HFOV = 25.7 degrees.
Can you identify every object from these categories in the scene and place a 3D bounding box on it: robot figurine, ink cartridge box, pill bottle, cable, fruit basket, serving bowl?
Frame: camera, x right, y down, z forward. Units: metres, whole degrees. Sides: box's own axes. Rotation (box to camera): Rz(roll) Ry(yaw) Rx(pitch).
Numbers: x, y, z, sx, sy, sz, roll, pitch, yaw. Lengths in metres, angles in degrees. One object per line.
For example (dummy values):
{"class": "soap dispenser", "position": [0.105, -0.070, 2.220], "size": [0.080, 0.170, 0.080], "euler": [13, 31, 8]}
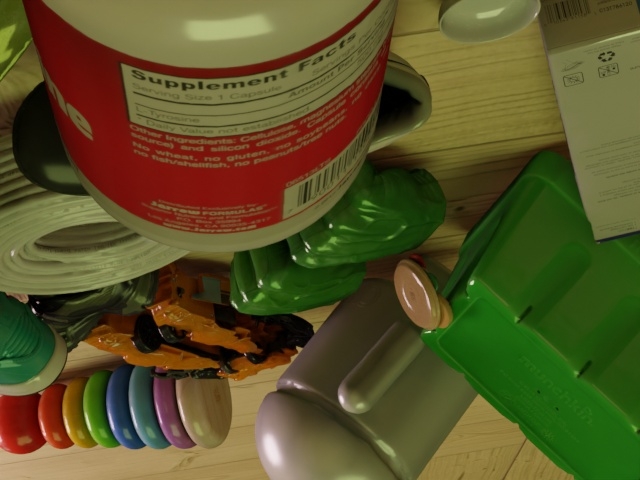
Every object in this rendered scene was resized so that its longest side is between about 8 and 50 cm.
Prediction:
{"class": "robot figurine", "position": [-0.139, 0.102, 1.681], "size": [0.211, 0.085, 0.291], "euler": [-21, 156, 28]}
{"class": "ink cartridge box", "position": [0.302, -0.116, 1.274], "size": [0.165, 0.065, 0.333], "euler": [-14, 147, 9]}
{"class": "pill bottle", "position": [-0.064, -0.165, 0.827], "size": [0.229, 0.229, 0.408], "euler": [-7, 158, -6]}
{"class": "cable", "position": [-0.216, -0.031, 1.274], "size": [0.257, 0.089, 0.257], "euler": [-15, 163, 8]}
{"class": "fruit basket", "position": [0.337, 0.069, 1.550], "size": [0.392, 0.392, 0.283], "euler": [-2, 155, -19]}
{"class": "serving bowl", "position": [0.133, -0.191, 1.127], "size": [0.083, 0.027, 0.083], "euler": [-9, 160, -3]}
{"class": "robot figurine", "position": [0.060, 0.187, 1.666], "size": [0.353, 0.200, 0.300], "euler": [-51, 166, -20]}

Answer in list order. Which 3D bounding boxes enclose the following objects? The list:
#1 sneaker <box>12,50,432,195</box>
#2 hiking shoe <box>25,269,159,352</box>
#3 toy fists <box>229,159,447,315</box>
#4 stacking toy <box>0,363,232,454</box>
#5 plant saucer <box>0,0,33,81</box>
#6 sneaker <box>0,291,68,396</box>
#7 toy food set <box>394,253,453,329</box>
{"class": "sneaker", "position": [-0.070, -0.101, 1.081], "size": [0.330, 0.122, 0.146], "euler": [-12, -167, -15]}
{"class": "hiking shoe", "position": [-0.287, 0.057, 1.531], "size": [0.227, 0.086, 0.114], "euler": [-28, 139, 28]}
{"class": "toy fists", "position": [0.000, 0.000, 1.471], "size": [0.142, 0.096, 0.279], "euler": [-10, 163, -39]}
{"class": "stacking toy", "position": [-0.293, 0.234, 1.900], "size": [0.330, 0.141, 0.141], "euler": [-11, 159, 15]}
{"class": "plant saucer", "position": [-0.276, -0.119, 0.964], "size": [0.241, 0.037, 0.241], "euler": [-47, 179, -1]}
{"class": "sneaker", "position": [-0.427, 0.080, 1.453], "size": [0.295, 0.124, 0.178], "euler": [1, 146, 23]}
{"class": "toy food set", "position": [0.104, 0.054, 1.467], "size": [0.020, 0.083, 0.083], "euler": [-23, -176, -22]}
